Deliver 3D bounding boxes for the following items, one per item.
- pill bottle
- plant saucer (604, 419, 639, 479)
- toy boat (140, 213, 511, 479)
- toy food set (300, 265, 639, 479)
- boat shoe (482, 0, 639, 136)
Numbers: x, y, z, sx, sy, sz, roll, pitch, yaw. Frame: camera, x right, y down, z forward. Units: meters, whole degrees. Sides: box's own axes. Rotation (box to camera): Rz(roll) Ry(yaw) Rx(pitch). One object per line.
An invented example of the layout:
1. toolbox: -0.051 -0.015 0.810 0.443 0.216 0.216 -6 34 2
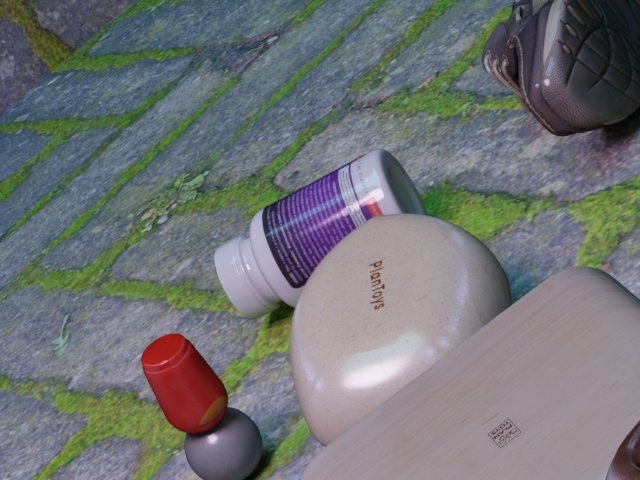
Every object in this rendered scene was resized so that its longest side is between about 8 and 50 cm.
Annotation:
1. pill bottle: 0.000 0.000 1.772 0.193 0.108 0.108 -27 24 17
2. plant saucer: 0.267 0.077 0.952 0.310 0.050 0.310 -31 4 2
3. toy boat: 0.014 0.105 1.534 0.318 0.148 0.267 -19 31 17
4. toy food set: 0.148 0.164 1.295 0.306 0.092 0.220 -37 34 -4
5. boat shoe: 0.236 -0.177 1.811 0.130 0.132 0.355 -34 12 26
